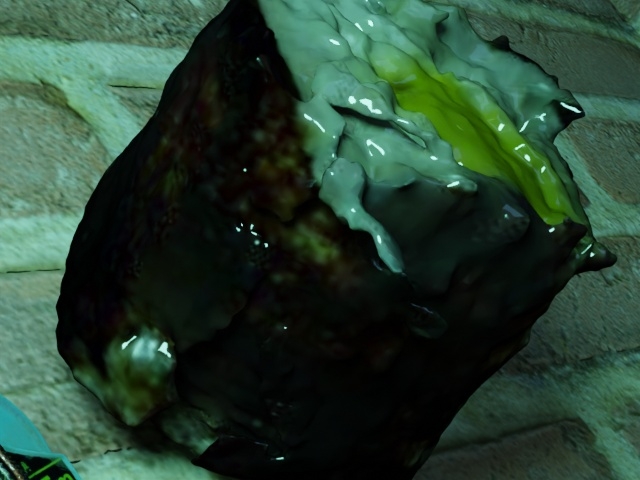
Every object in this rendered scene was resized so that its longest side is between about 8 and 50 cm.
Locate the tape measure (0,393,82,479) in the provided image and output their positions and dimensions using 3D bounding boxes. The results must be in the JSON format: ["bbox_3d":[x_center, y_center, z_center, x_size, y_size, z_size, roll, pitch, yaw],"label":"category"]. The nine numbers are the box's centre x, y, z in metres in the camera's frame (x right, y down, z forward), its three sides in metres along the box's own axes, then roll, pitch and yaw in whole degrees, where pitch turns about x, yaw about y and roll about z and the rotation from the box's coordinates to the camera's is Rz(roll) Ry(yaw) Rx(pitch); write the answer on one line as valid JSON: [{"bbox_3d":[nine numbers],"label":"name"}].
[{"bbox_3d":[-0.196,0.130,0.680,0.146,0.081,0.125,47,28,10],"label":"tape measure"}]

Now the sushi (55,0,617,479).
[{"bbox_3d":[0.001,-0.003,0.861,0.299,0.294,0.281,10,42,-40],"label":"sushi"}]
